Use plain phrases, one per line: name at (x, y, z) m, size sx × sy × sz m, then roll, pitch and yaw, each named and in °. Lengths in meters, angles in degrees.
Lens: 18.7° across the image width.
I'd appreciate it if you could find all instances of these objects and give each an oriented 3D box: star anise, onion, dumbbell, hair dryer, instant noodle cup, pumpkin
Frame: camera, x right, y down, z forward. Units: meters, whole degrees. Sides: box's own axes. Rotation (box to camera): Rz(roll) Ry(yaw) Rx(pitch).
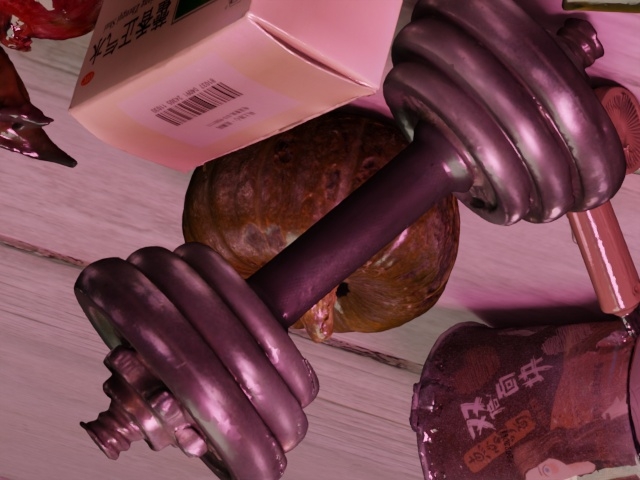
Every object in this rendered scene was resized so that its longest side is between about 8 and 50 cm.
star anise at (-0.277, -0.129, 1.297) m, size 0.272 × 0.102 × 0.272 m, roll 46°, pitch 176°, yaw 4°
onion at (-0.184, -0.169, 1.263) m, size 0.107 × 0.097 × 0.107 m, roll 14°, pitch 170°, yaw 2°
dumbbell at (0.019, -0.005, 1.203) m, size 0.179 × 0.406 × 0.179 m, roll 48°, pitch 169°, yaw 13°
hair dryer at (0.184, -0.014, 1.352) m, size 0.117 × 0.064 × 0.181 m, roll -10°, pitch 107°, yaw 41°
instant noodle cup at (0.223, 0.162, 1.693) m, size 0.207 × 0.217 × 0.217 m, roll -12°, pitch 147°, yaw 37°
pumpkin at (0.000, 0.000, 1.483) m, size 0.219 × 0.162 × 0.219 m, roll 8°, pitch 158°, yaw 3°

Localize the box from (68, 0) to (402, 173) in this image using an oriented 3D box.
box at (-0.041, -0.147, 1.130) m, size 0.095 × 0.168 × 0.212 m, roll 26°, pitch 155°, yaw -28°

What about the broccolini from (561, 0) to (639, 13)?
broccolini at (0.321, -0.150, 1.040) m, size 0.392 × 0.074 × 0.079 m, roll 4°, pitch -170°, yaw 18°

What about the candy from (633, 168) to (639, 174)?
candy at (0.256, -0.045, 1.357) m, size 0.262 × 0.073 × 0.077 m, roll 12°, pitch -173°, yaw 23°
